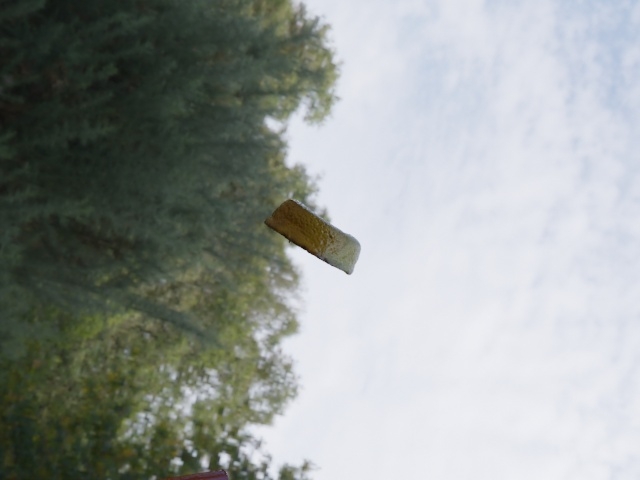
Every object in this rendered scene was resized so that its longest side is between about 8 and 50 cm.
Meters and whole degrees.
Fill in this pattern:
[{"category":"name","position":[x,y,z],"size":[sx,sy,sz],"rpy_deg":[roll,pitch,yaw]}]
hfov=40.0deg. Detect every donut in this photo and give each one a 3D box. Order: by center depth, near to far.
[{"category":"donut","position":[0.005,0.004,2.089],"size":[0.101,0.259,0.152],"rpy_deg":[-56,-157,3]}]

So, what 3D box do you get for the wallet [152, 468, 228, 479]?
[{"category":"wallet","position":[-0.250,0.497,1.584],"size":[0.045,0.205,0.142],"rpy_deg":[-22,-109,48]}]
